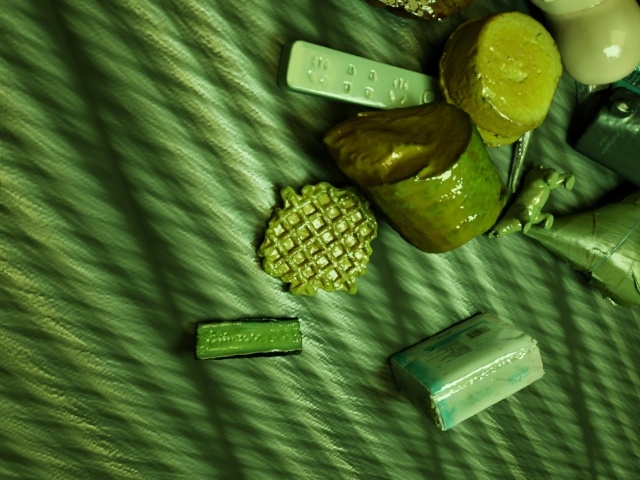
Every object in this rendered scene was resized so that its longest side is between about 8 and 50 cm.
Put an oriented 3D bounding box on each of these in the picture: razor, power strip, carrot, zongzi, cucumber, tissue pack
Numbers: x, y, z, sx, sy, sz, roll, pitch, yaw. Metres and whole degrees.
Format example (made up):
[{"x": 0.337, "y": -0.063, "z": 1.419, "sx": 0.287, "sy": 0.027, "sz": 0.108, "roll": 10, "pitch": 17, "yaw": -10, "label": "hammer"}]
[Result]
[{"x": 0.745, "y": -0.201, "z": 1.314, "sx": 0.327, "sy": 0.189, "sz": 0.107, "roll": 31, "pitch": 48, "yaw": 10, "label": "razor"}, {"x": 0.108, "y": -0.303, "z": 1.157, "sx": 0.385, "sy": 0.062, "sz": 0.091, "roll": 7, "pitch": 100, "yaw": -23, "label": "power strip"}, {"x": 0.195, "y": -0.131, "z": 1.109, "sx": 0.241, "sy": 0.241, "sz": 0.340, "roll": -49, "pitch": 126, "yaw": -6, "label": "carrot"}, {"x": 0.667, "y": -0.057, "z": 1.417, "sx": 0.361, "sy": 0.160, "sz": 0.323, "roll": 30, "pitch": 70, "yaw": 2, "label": "zongzi"}, {"x": -0.144, "y": 0.197, "z": 1.164, "sx": 0.211, "sy": 0.062, "sz": 0.078, "roll": -2, "pitch": 68, "yaw": -16, "label": "cucumber"}, {"x": 0.315, "y": 0.278, "z": 1.288, "sx": 0.271, "sy": 0.201, "sz": 0.124, "roll": -23, "pitch": 112, "yaw": -15, "label": "tissue pack"}]

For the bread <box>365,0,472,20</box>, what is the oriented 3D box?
[{"x": 0.185, "y": -0.527, "z": 1.101, "sx": 0.247, "sy": 0.135, "sz": 0.232, "roll": 4, "pitch": 99, "yaw": -22, "label": "bread"}]

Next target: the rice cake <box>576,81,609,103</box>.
[{"x": 0.595, "y": -0.492, "z": 1.320, "sx": 0.073, "sy": 0.056, "sz": 0.364, "roll": -17, "pitch": 106, "yaw": -16, "label": "rice cake"}]

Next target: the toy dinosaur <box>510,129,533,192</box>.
[{"x": 0.444, "y": -0.268, "z": 1.309, "sx": 0.200, "sy": 0.072, "sz": 0.251, "roll": -37, "pitch": 121, "yaw": -3, "label": "toy dinosaur"}]

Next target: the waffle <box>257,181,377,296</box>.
[{"x": 0.000, "y": 0.000, "z": 1.178, "sx": 0.238, "sy": 0.059, "sz": 0.243, "roll": 11, "pitch": 98, "yaw": -23, "label": "waffle"}]

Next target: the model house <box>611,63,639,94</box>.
[{"x": 0.812, "y": -0.412, "z": 1.334, "sx": 0.241, "sy": 0.226, "sz": 0.261, "roll": 40, "pitch": 82, "yaw": -18, "label": "model house"}]

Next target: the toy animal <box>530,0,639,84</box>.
[{"x": 0.524, "y": -0.470, "z": 1.160, "sx": 0.237, "sy": 0.269, "sz": 0.326, "roll": -25, "pitch": 82, "yaw": 8, "label": "toy animal"}]

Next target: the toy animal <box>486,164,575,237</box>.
[{"x": 0.473, "y": -0.082, "z": 1.337, "sx": 0.103, "sy": 0.101, "sz": 0.218, "roll": 31, "pitch": 87, "yaw": -44, "label": "toy animal"}]

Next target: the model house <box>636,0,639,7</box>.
[{"x": 0.803, "y": -0.399, "z": 1.182, "sx": 0.324, "sy": 0.300, "sz": 0.340, "roll": 12, "pitch": 109, "yaw": -8, "label": "model house"}]

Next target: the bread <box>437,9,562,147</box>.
[{"x": 0.347, "y": -0.320, "z": 1.151, "sx": 0.269, "sy": 0.146, "sz": 0.268, "roll": 2, "pitch": 85, "yaw": -24, "label": "bread"}]
